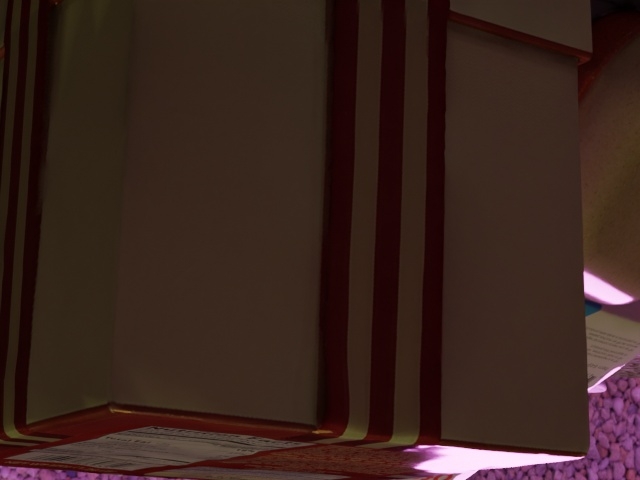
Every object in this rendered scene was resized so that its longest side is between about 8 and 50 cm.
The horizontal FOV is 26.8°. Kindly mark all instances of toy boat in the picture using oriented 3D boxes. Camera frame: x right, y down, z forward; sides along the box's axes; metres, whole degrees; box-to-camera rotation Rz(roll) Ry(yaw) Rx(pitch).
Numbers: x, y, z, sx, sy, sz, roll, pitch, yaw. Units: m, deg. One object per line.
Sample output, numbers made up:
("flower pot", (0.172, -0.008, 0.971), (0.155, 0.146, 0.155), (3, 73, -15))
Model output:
("toy boat", (0.144, -0.058, 0.779), (0.151, 0.151, 0.231), (37, -173, 30))

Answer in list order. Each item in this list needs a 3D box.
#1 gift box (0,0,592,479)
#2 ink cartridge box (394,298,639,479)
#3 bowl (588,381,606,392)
("gift box", (-0.052, -0.026, 0.620), (0.255, 0.258, 0.276), (13, 162, -35))
("ink cartridge box", (0.083, 0.047, 0.959), (0.171, 0.168, 0.233), (17, 132, -41))
("bowl", (0.229, 0.116, 1.760), (0.298, 0.134, 0.298), (6, 172, 1))
